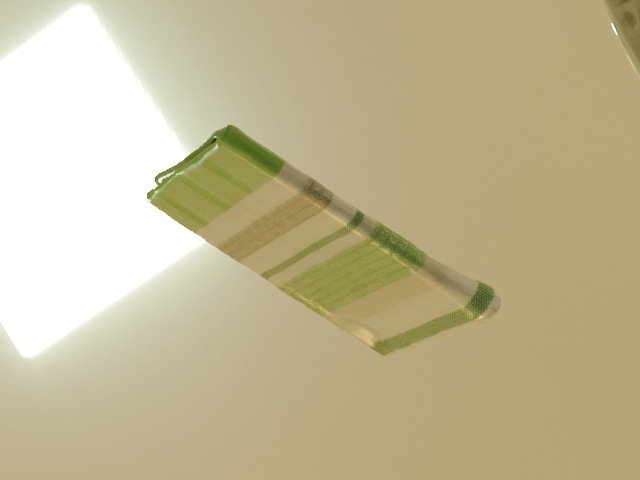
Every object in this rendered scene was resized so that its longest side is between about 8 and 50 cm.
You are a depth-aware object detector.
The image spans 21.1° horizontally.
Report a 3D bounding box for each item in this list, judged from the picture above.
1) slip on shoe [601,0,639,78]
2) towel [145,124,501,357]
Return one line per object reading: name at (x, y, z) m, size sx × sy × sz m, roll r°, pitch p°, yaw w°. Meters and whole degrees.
slip on shoe at (0.210, -0.022, 0.491) m, size 0.331 × 0.101 × 0.123 m, roll 41°, pitch -68°, yaw 13°
towel at (0.000, 0.000, 0.808) m, size 0.152 × 0.113 × 0.023 m, roll 34°, pitch -115°, yaw -14°
